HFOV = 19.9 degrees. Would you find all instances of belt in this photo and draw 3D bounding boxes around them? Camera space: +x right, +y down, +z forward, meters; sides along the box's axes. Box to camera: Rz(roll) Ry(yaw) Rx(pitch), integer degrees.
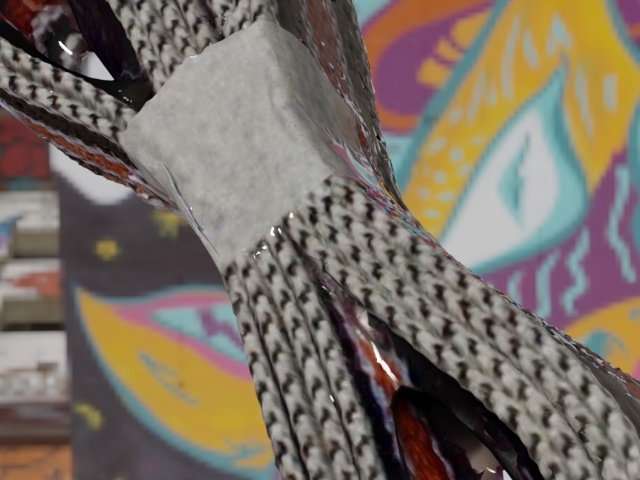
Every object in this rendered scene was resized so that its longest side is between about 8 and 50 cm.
[{"bbox_3d":[0.000,0.000,0.529,0.359,0.126,0.094,56,-173,36],"label":"belt"}]
